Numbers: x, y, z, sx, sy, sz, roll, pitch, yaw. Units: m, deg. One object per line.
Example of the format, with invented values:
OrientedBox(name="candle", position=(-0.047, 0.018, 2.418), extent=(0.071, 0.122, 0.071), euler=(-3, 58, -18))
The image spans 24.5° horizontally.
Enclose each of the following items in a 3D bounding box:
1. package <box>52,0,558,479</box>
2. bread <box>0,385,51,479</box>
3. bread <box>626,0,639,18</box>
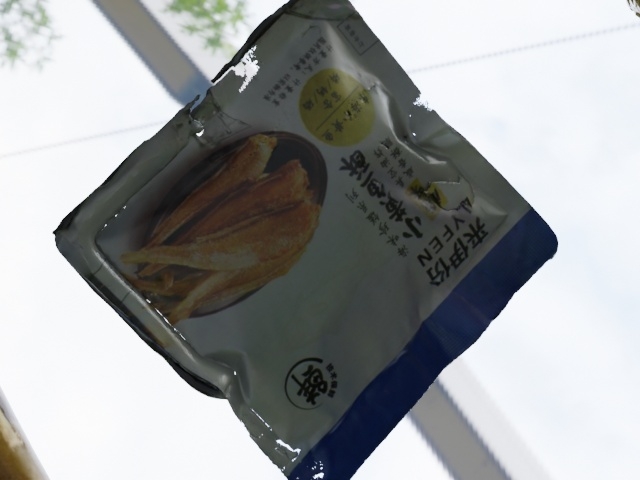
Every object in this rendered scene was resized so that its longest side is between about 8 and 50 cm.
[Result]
OrientedBox(name="package", position=(0.000, 0.000, 0.646), extent=(0.173, 0.027, 0.171), euler=(46, -105, -11))
OrientedBox(name="bread", position=(-0.239, 0.126, 0.930), extent=(0.239, 0.092, 0.074), euler=(58, -31, 15))
OrientedBox(name="bread", position=(0.269, -0.141, 0.805), extent=(0.152, 0.288, 0.119), euler=(26, -81, -13))
